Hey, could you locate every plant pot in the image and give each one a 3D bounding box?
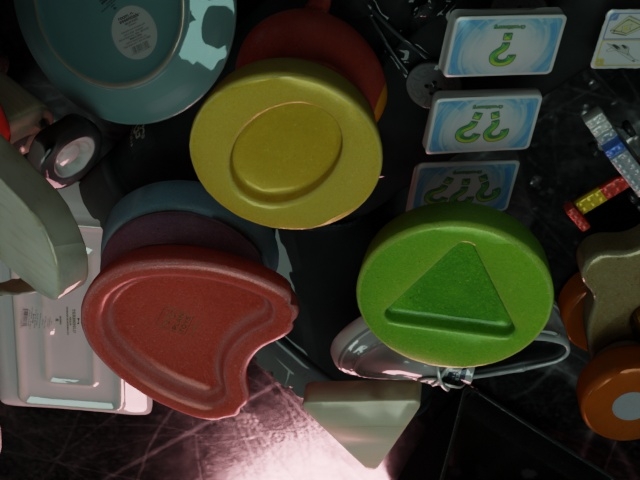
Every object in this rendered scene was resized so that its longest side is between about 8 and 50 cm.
[{"bbox_3d":[0.143,0.282,1.379,0.187,0.188,0.167,33,138,-13],"label":"plant pot"}]

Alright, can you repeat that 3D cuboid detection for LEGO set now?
[{"bbox_3d":[0.193,-0.074,1.020,0.244,0.060,0.182,-3,135,-14],"label":"LEGO set"}]

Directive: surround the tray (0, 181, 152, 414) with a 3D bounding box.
[{"bbox_3d":[-0.220,0.062,1.310,0.145,0.030,0.270,5,129,-1],"label":"tray"}]

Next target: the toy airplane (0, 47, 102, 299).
[{"bbox_3d":[-0.322,-0.109,0.957,0.272,0.386,0.384,-42,107,-17],"label":"toy airplane"}]

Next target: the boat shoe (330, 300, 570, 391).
[{"bbox_3d":[0.102,0.083,1.128,0.184,0.063,0.066,-4,133,-19],"label":"boat shoe"}]

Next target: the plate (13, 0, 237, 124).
[{"bbox_3d":[-0.147,-0.173,1.063,0.188,0.024,0.188,7,108,23],"label":"plate"}]

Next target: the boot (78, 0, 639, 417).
[{"bbox_3d":[0.093,-0.077,1.129,0.367,0.146,0.445,36,117,-26],"label":"boot"}]

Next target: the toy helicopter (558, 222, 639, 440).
[{"bbox_3d":[0.322,-0.006,1.172,0.234,0.140,0.355,-1,126,0],"label":"toy helicopter"}]

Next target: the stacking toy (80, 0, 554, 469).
[{"bbox_3d":[0.000,0.000,1.045,0.279,0.130,0.309,29,128,-17],"label":"stacking toy"}]
